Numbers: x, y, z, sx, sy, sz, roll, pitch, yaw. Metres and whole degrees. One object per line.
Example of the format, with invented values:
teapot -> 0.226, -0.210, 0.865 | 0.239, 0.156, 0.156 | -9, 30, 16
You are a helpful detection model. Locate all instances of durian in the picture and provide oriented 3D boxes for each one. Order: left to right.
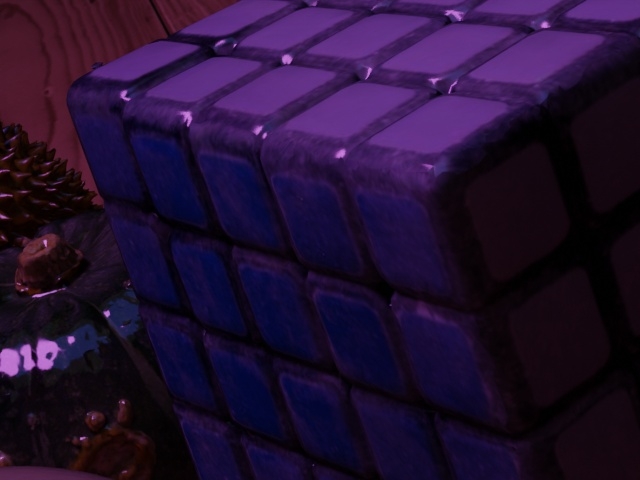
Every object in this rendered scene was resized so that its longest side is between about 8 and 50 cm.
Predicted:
durian -> -0.251, 0.004, 1.128 | 0.193, 0.138, 0.237 | 0, 30, 39

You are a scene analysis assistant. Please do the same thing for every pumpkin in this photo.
pumpkin -> -0.100, 0.066, 0.851 | 0.190, 0.146, 0.190 | -22, 40, 20

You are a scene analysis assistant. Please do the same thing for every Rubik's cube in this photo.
Rubik's cube -> 0.085, 0.011, 0.718 | 0.238, 0.237, 0.237 | -32, 27, -29

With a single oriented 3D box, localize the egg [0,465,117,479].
egg -> -0.089, 0.161, 0.570 | 0.186, 0.186, 0.241 | -27, 12, -19
